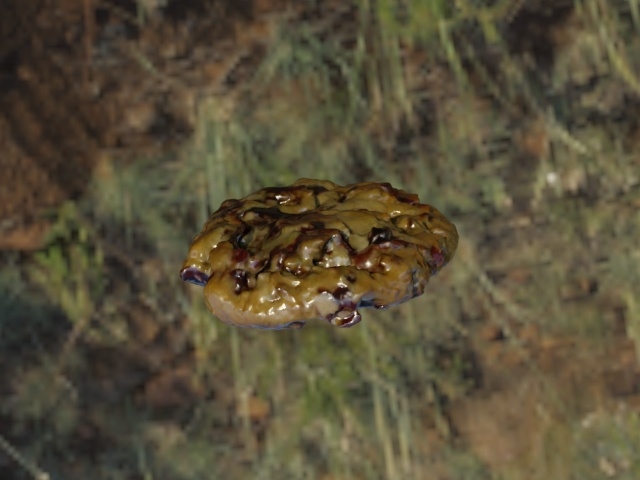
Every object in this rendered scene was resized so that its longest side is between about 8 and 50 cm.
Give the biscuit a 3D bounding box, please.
[{"bbox_3d":[-0.004,0.000,1.959,0.289,0.081,0.334,3,-158,16],"label":"biscuit"}]
